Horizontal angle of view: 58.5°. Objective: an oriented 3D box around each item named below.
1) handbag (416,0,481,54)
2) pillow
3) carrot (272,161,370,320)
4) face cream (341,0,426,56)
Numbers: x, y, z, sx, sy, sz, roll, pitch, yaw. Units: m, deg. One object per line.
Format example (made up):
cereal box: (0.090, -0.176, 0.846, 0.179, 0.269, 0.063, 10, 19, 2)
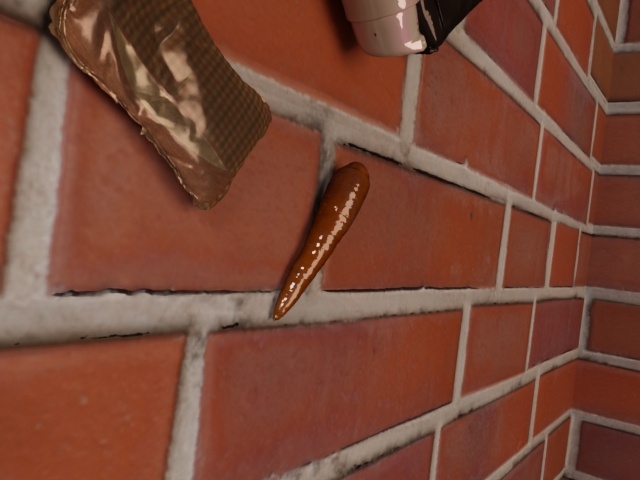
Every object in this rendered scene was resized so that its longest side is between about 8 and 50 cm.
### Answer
handbag: (0.165, -0.409, 0.785, 0.223, 0.080, 0.246, -52, 134, -36)
pillow: (-0.118, -0.133, 0.473, 0.135, 0.034, 0.211, -61, 137, -26)
carrot: (0.000, 0.000, 0.659, 0.216, 0.048, 0.048, -62, 140, -20)
face cream: (0.039, -0.364, 0.598, 0.102, 0.102, 0.345, -48, 133, -39)
